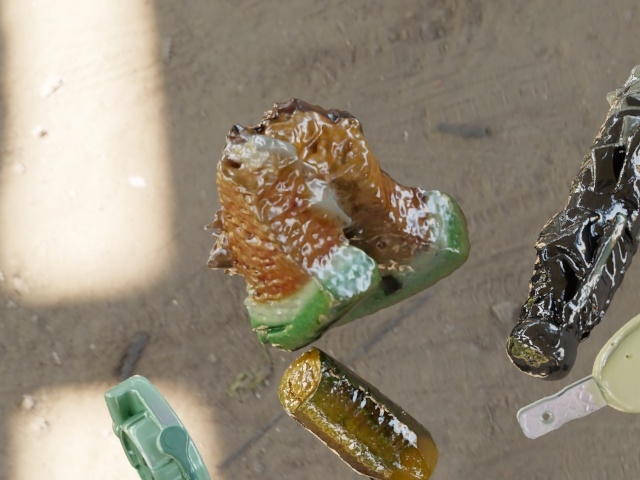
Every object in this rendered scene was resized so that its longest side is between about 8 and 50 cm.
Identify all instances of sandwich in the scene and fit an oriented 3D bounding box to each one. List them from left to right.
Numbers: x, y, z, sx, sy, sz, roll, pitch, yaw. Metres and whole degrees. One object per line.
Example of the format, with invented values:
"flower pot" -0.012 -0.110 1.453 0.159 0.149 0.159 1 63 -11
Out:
"sandwich" 0.000 0.000 1.174 0.250 0.301 0.162 -21 49 14

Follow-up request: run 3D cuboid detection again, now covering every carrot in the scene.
"carrot" 0.039 0.184 1.234 0.173 0.082 0.082 36 75 -9

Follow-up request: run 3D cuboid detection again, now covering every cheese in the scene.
"cheese" 0.361 0.172 1.509 0.255 0.050 0.127 -24 95 1

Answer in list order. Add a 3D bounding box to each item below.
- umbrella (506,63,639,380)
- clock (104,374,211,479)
"umbrella" 0.266 -0.020 1.097 0.106 0.113 0.357 -14 33 47
"clock" -0.193 0.278 1.544 0.066 0.159 0.211 -29 43 -20
